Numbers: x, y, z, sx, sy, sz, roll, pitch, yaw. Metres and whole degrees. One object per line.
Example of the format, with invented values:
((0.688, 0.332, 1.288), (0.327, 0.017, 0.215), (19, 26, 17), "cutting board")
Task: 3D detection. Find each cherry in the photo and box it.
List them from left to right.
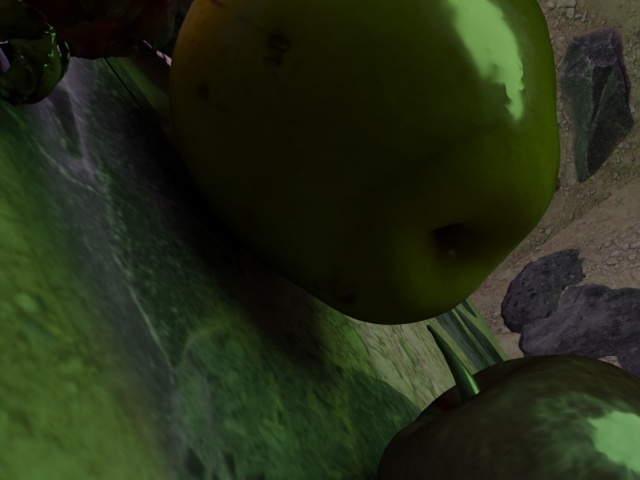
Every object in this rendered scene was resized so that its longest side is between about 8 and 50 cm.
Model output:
((0.144, 0.179, 0.380), (0.236, 0.213, 0.285), (13, 48, -59), "cherry")

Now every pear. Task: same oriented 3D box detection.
((0.042, -0.133, 0.568), (0.362, 0.362, 0.418), (39, 21, -47), "pear")

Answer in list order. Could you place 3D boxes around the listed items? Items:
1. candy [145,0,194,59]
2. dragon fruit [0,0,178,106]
((-0.147, -0.304, 0.739), (0.289, 0.214, 0.157), (27, 67, -60), "candy")
((-0.188, -0.225, 0.390), (0.147, 0.211, 0.282), (-25, 104, -72), "dragon fruit")
